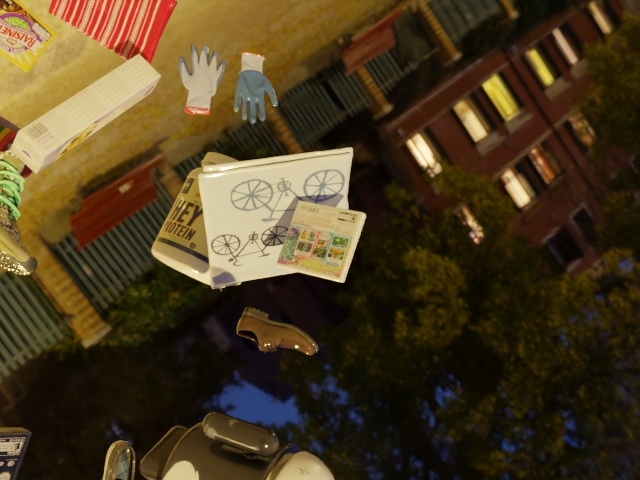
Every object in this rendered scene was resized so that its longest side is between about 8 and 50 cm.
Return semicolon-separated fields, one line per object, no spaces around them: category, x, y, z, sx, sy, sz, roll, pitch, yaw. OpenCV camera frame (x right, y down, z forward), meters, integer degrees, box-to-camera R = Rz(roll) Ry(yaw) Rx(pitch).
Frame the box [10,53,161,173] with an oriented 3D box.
box;-0.422;-0.237;1.476;0.063;0.067;0.324;-40;-173;48

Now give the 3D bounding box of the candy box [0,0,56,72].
candy box;-0.620;-0.425;1.587;0.105;0.027;0.206;-53;151;-2

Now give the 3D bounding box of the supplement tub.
supplement tub;-0.300;-0.057;2.253;0.325;0.235;0.235;-65;-166;-11

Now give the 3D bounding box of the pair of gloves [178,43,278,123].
pair of gloves;-0.178;-0.303;1.563;0.198;0.159;0.023;7;158;-16

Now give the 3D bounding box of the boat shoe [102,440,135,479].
boat shoe;-0.472;0.588;1.894;0.076;0.080;0.229;-15;-117;57

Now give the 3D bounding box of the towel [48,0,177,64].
towel;-0.481;-0.538;1.858;0.199;0.274;0.031;-57;-176;29

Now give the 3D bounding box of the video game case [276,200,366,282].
video game case;0.000;0.000;1.597;0.157;0.019;0.143;12;-103;31

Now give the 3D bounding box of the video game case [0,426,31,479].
video game case;-0.642;0.442;1.376;0.275;0.035;0.248;26;81;-63

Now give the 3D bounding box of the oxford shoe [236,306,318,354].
oxford shoe;-0.115;0.261;2.113;0.083;0.227;0.096;86;27;-54

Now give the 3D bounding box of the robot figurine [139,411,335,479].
robot figurine;-0.110;0.349;1.118;0.174;0.278;0.209;-70;155;-18

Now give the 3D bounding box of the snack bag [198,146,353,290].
snack bag;-0.089;-0.042;1.732;0.323;0.343;0.037;-10;-135;-11

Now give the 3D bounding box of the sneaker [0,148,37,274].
sneaker;-0.636;-0.111;1.562;0.182;0.410;0.158;-37;157;-12

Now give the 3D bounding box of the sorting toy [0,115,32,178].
sorting toy;-0.794;-0.167;1.952;0.256;0.089;0.257;-64;173;-5
